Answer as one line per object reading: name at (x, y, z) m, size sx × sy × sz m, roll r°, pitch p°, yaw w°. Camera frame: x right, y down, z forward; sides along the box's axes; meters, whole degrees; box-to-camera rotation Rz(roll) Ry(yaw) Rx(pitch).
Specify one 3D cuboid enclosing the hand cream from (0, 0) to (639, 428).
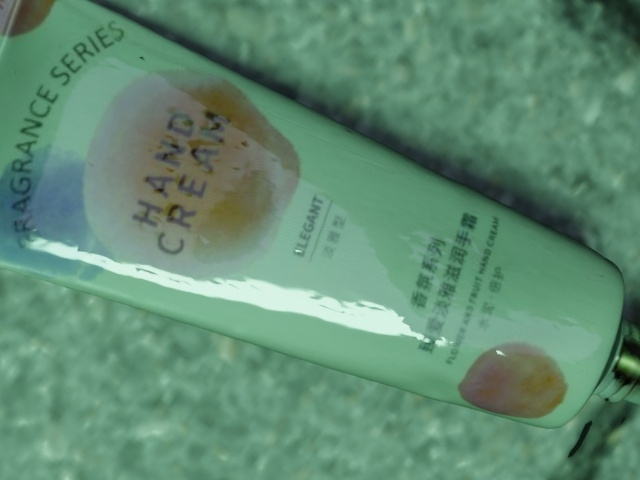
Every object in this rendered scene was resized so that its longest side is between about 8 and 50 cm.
hand cream at (0.000, 0.000, 0.702) m, size 0.340 × 0.078 × 0.124 m, roll 21°, pitch 84°, yaw -14°
